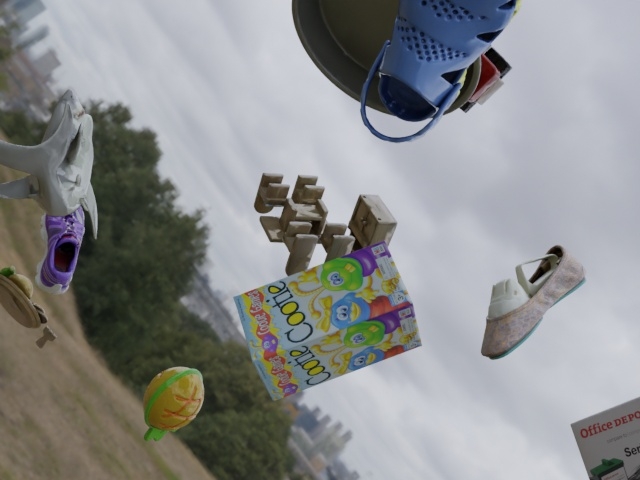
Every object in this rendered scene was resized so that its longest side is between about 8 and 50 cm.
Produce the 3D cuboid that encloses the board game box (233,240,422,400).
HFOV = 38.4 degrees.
[{"bbox_3d":[0.013,0.137,1.558,0.142,0.275,0.144,71,-2,-52],"label":"board game box"}]

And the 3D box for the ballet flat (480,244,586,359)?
[{"bbox_3d":[0.384,0.105,1.733,0.107,0.316,0.106,-23,-81,52],"label":"ballet flat"}]

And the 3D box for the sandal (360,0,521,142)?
[{"bbox_3d":[0.122,-0.211,0.995,0.126,0.138,0.317,30,-31,9],"label":"sandal"}]

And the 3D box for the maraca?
[{"bbox_3d":[-0.274,0.305,1.696,0.099,0.127,0.186,45,-43,28],"label":"maraca"}]

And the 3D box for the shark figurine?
[{"bbox_3d":[-0.295,-0.063,0.946,0.278,0.116,0.166,-120,-153,-75],"label":"shark figurine"}]

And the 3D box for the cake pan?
[{"bbox_3d":[0.098,-0.297,1.298,0.293,0.054,0.293,24,-30,15],"label":"cake pan"}]

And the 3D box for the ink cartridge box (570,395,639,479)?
[{"bbox_3d":[0.455,0.324,1.244,0.160,0.092,0.220,-41,-122,47],"label":"ink cartridge box"}]

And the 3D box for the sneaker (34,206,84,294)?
[{"bbox_3d":[-0.376,-0.003,1.366,0.068,0.071,0.170,16,55,-31],"label":"sneaker"}]

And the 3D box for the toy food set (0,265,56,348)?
[{"bbox_3d":[-0.540,0.105,1.654,0.192,0.038,0.132,50,-33,-5],"label":"toy food set"}]

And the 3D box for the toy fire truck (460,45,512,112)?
[{"bbox_3d":[0.190,-0.338,1.606,0.217,0.158,0.246,54,18,21],"label":"toy fire truck"}]

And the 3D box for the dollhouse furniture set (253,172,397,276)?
[{"bbox_3d":[0.000,0.000,1.755,0.212,0.242,0.161,60,-40,47],"label":"dollhouse furniture set"}]
